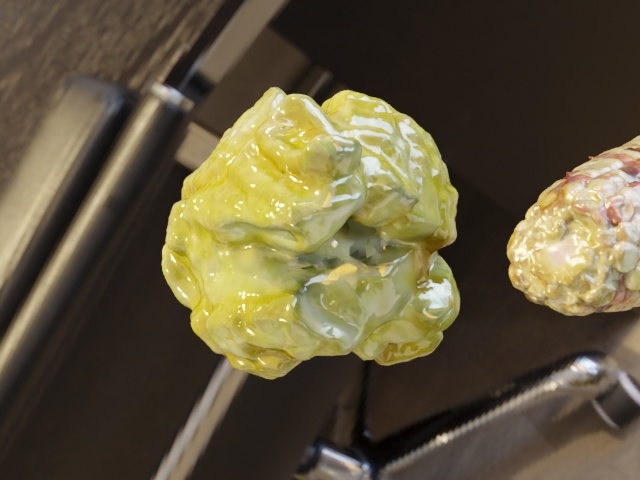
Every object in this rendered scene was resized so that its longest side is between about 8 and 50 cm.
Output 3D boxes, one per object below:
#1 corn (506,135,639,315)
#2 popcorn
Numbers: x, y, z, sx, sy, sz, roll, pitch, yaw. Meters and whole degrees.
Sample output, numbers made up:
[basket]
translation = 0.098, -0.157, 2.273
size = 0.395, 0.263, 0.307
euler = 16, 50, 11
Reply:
[corn]
translation = 0.185, -0.019, 0.703
size = 0.086, 0.253, 0.086
euler = 13, 110, 39
[popcorn]
translation = 0.001, 0.000, 0.850
size = 0.167, 0.185, 0.188
euler = 34, 114, 57
